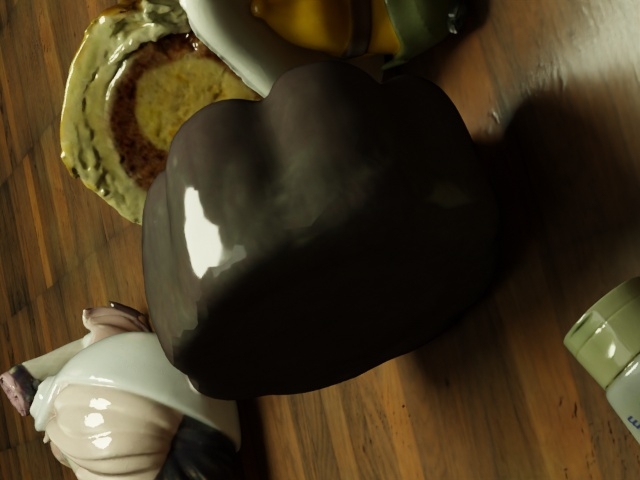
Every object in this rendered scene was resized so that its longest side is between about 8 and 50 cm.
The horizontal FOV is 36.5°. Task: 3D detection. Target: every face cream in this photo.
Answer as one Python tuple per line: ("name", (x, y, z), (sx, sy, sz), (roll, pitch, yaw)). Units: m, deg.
("face cream", (0.256, 0.125, 0.611), (0.224, 0.070, 0.114), (51, 136, 25))

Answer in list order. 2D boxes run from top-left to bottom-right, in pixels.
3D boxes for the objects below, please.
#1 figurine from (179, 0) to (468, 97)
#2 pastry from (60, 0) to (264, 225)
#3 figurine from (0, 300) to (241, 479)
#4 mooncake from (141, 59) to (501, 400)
("figurine", (0.021, -0.192, 0.769), (0.141, 0.250, 0.166), (-9, 85, 37))
("pastry", (-0.137, -0.143, 1.003), (0.170, 0.237, 0.256), (-95, 17, -54))
("figurine", (-0.246, 0.205, 1.206), (0.361, 0.253, 0.211), (18, 95, 61))
("mooncake", (0.000, 0.000, 0.768), (0.306, 0.306, 0.154), (-50, 50, 48))
